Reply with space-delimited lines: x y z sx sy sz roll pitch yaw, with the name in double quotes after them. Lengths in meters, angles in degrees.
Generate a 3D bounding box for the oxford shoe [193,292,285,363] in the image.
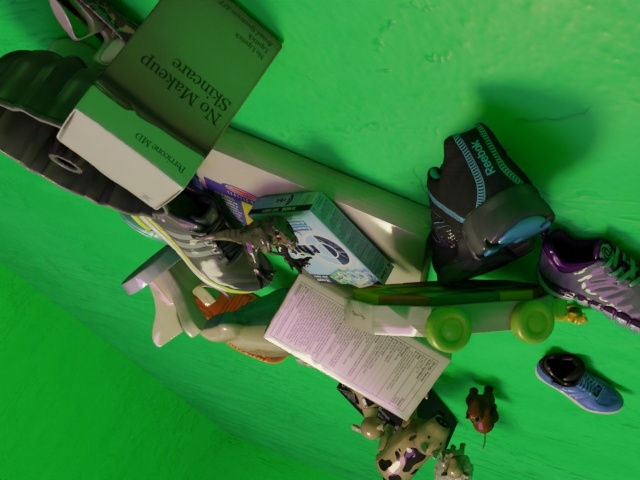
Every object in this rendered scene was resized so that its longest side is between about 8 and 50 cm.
-0.220 0.180 1.849 0.363 0.130 0.133 35 163 15 "oxford shoe"

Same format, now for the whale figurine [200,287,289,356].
-0.111 0.162 1.572 0.272 0.141 0.216 10 161 -37 "whale figurine"

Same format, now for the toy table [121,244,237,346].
-0.278 0.089 1.543 0.252 0.274 0.161 -33 101 21 "toy table"

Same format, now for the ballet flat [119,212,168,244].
-0.246 -0.025 1.411 0.247 0.083 0.087 31 134 -24 "ballet flat"

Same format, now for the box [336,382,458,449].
0.187 0.394 1.818 0.184 0.103 0.261 10 150 42 "box"

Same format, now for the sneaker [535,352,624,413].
0.432 0.235 1.261 0.152 0.058 0.084 30 166 17 "sneaker"

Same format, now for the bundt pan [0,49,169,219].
-0.348 -0.164 1.128 0.331 0.124 0.331 22 164 7 "bundt pan"

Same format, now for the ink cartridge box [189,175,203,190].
-0.311 -0.103 1.460 0.223 0.045 0.224 42 154 -26 "ink cartridge box"

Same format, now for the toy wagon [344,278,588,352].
0.212 0.094 1.069 0.344 0.068 0.267 -3 -178 -18 "toy wagon"

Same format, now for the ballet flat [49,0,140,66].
-0.299 -0.287 1.028 0.077 0.079 0.221 0 143 49 "ballet flat"

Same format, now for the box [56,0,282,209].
-0.178 -0.178 0.912 0.148 0.232 0.127 37 157 -17 "box"

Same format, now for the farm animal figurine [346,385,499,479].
0.185 0.384 1.562 0.330 0.172 0.327 17 125 6 "farm animal figurine"

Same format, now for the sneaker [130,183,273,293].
-0.197 -0.012 1.311 0.300 0.111 0.121 37 153 -19 "sneaker"

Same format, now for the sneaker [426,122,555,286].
0.196 -0.035 0.953 0.341 0.125 0.140 92 154 -75 "sneaker"

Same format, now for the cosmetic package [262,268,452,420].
0.070 0.174 1.404 0.309 0.160 0.113 31 -158 -2 "cosmetic package"

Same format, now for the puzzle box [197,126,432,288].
-0.013 -0.038 1.237 0.409 0.052 0.272 24 157 14 "puzzle box"

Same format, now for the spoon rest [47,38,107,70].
-0.425 -0.256 1.268 0.276 0.084 0.137 -14 134 40 "spoon rest"

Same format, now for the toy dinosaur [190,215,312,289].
-0.090 0.013 1.179 0.268 0.064 0.118 -7 131 52 "toy dinosaur"

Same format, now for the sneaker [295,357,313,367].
0.054 0.250 1.718 0.215 0.083 0.084 7 158 7 "sneaker"

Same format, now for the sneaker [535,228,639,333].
0.370 0.050 0.933 0.223 0.083 0.098 17 149 29 "sneaker"

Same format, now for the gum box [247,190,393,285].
0.000 0.000 1.179 0.157 0.041 0.184 -2 140 51 "gum box"
